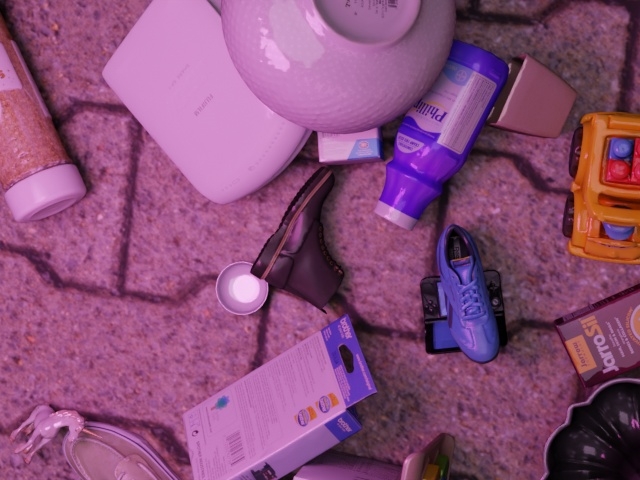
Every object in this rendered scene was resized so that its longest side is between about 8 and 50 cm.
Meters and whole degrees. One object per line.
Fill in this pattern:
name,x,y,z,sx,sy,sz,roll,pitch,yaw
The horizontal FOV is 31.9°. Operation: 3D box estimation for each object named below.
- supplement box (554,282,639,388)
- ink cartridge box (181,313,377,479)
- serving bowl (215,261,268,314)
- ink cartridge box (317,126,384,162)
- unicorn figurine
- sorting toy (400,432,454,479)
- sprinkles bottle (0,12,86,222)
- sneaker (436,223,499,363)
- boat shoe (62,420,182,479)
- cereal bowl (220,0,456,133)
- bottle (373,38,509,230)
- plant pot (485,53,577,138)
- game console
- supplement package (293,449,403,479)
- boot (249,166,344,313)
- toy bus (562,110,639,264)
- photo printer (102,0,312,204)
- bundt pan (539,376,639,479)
supplement box,0.447,0.129,1.630,0.188,0.081,0.104,-25,87,9
ink cartridge box,-0.056,0.257,1.668,0.311,0.186,0.065,-34,125,9
serving bowl,-0.120,0.074,1.749,0.083,0.027,0.083,0,91,10
ink cartridge box,0.044,-0.189,1.688,0.092,0.090,0.143,-4,89,9
unicorn figurine,-0.427,0.295,1.751,0.111,0.060,0.162,-46,40,-9
sorting toy,0.152,0.387,1.618,0.038,0.208,0.193,10,92,21
sprinkles bottle,-0.494,-0.208,1.762,0.121,0.121,0.355,-27,86,9
sneaker,0.211,0.075,1.635,0.069,0.082,0.209,-13,67,5
boat shoe,-0.280,0.385,1.745,0.302,0.094,0.109,33,95,9
cereal bowl,0.038,-0.324,1.535,0.339,0.141,0.339,2,83,-15
bottle,0.170,-0.153,1.656,0.092,0.118,0.283,23,97,-35
plant pot,0.312,-0.202,1.642,0.096,0.109,0.109,22,94,-5
game console,0.212,0.106,1.672,0.122,0.071,0.107,-7,96,9
supplement package,0.031,0.429,1.640,0.149,0.203,0.194,11,92,9
boot,0.000,0.000,1.719,0.137,0.077,0.198,32,95,-6
toy bus,0.426,-0.074,1.568,0.149,0.211,0.220,7,93,8
photo printer,-0.156,-0.222,1.675,0.307,0.107,0.256,50,124,5
bundt pan,0.475,0.345,1.607,0.330,0.124,0.331,0,90,9
